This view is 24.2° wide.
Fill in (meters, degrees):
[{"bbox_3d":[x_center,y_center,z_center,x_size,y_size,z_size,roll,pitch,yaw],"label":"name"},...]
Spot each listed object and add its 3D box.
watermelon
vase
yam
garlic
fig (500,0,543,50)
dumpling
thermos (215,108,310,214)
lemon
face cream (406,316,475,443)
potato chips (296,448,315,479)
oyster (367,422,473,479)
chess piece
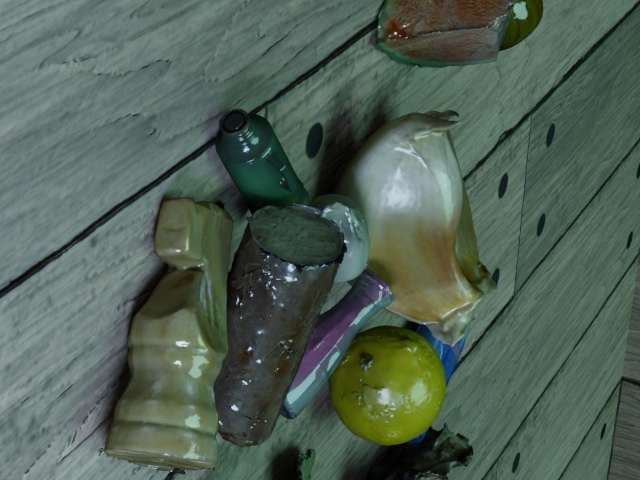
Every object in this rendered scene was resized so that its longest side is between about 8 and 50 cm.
[{"bbox_3d":[0.172,-0.301,2.095,0.146,0.231,0.128,101,-21,-59],"label":"watermelon"},{"bbox_3d":[0.006,0.129,1.937,0.214,0.086,0.086,-44,147,-17],"label":"vase"},{"bbox_3d":[-0.068,0.099,1.733,0.131,0.131,0.279,-29,145,-59],"label":"yam"},{"bbox_3d":[0.136,-0.037,2.057,0.286,0.249,0.313,-35,114,-34],"label":"garlic"},{"bbox_3d":[0.246,-0.399,2.165,0.151,0.151,0.259,-54,145,-40],"label":"fig"},{"bbox_3d":[0.000,0.000,1.901,0.188,0.127,0.108,80,8,-64],"label":"dumpling"},{"bbox_3d":[-0.071,-0.082,1.725,0.187,0.073,0.083,61,9,-56],"label":"thermos"},{"bbox_3d":[0.098,0.213,2.169,0.206,0.174,0.173,93,21,-64],"label":"lemon"},{"bbox_3d":[0.178,0.197,2.442,0.149,0.083,0.264,76,37,-58],"label":"face cream"},{"bbox_3d":[0.000,0.408,2.115,0.167,0.059,0.228,152,-80,-73],"label":"potato chips"},{"bbox_3d":[0.165,0.374,2.450,0.361,0.221,0.096,-27,84,-52],"label":"oyster"},{"bbox_3d":[-0.152,0.098,1.630,0.137,0.137,0.300,45,50,-64],"label":"chess piece"}]
